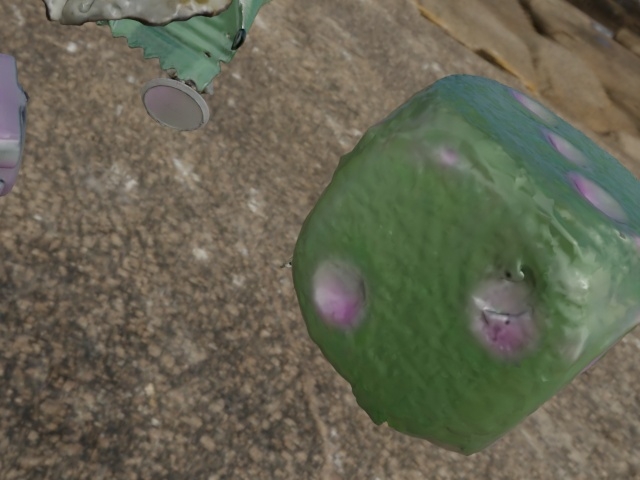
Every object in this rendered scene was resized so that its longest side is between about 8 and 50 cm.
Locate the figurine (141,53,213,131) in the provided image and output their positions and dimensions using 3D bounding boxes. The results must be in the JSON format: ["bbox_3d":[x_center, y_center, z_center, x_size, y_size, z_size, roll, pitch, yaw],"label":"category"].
[{"bbox_3d":[-0.246,-0.293,1.460,0.132,0.132,0.154,25,56,-13],"label":"figurine"}]

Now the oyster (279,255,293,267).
[{"bbox_3d":[0.000,0.004,1.576,0.106,0.200,0.061,30,32,-60],"label":"oyster"}]

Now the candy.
[{"bbox_3d":[-0.094,-0.362,0.918,0.263,0.398,0.172,35,-11,31],"label":"candy"}]

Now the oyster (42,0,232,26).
[{"bbox_3d":[-0.132,-0.258,0.555,0.222,0.214,0.083,-6,29,9],"label":"oyster"}]

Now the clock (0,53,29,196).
[{"bbox_3d":[-0.586,-0.183,1.409,0.090,0.248,0.228,3,58,-31],"label":"clock"}]

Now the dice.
[{"bbox_3d":[0.189,0.025,0.907,0.330,0.318,0.322,47,31,21],"label":"dice"}]
